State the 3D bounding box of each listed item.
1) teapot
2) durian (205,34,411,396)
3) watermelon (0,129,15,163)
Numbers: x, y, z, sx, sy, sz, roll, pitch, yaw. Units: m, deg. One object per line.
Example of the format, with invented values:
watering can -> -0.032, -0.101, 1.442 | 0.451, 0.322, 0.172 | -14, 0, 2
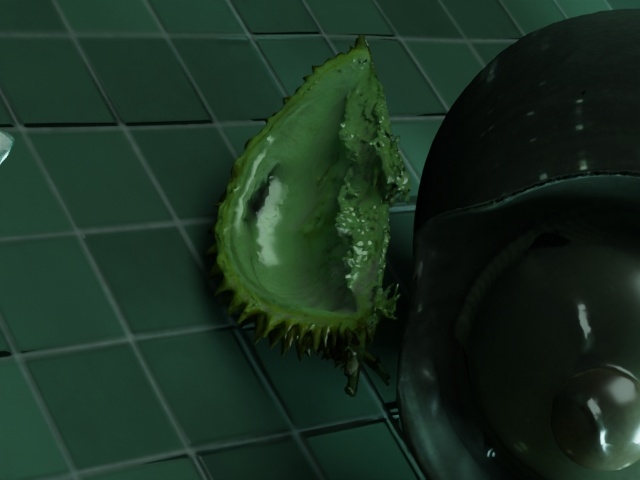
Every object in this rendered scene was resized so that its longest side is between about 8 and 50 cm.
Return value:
teapot -> 0.150, 0.062, 0.787 | 0.305, 0.223, 0.285 | 68, 20, -12
durian -> 0.000, 0.000, 0.833 | 0.086, 0.100, 0.215 | 19, 50, -24
watermelon -> -0.272, -0.072, 0.595 | 0.318, 0.226, 0.148 | 29, 68, 10
